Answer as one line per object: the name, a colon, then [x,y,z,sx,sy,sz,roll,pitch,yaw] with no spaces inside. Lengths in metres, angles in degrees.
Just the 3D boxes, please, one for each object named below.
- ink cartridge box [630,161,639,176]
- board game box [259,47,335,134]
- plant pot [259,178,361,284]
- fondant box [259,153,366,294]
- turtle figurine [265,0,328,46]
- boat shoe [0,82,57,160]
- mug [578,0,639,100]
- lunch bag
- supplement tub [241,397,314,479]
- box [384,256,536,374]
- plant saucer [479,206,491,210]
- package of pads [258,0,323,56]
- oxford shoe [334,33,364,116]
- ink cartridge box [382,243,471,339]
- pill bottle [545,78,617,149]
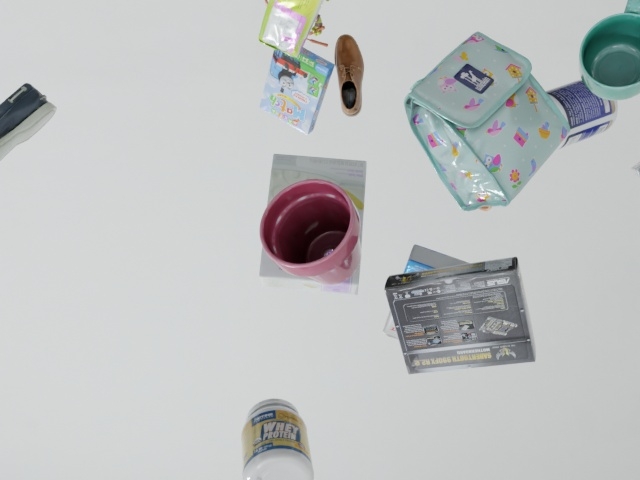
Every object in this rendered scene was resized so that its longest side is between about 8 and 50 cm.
ink cartridge box: [0.851,-0.198,1.821,0.063,0.029,0.115,-39,177,18]
board game box: [-0.065,-0.402,1.815,0.160,0.211,0.039,31,-135,10]
plant pot: [0.000,0.000,1.442,0.201,0.201,0.180,0,155,22]
fondant box: [-0.014,-0.041,1.713,0.238,0.330,0.096,4,160,1]
turtle figurine: [-0.040,-0.713,2.090,0.269,0.087,0.217,40,159,-14]
boat shoe: [-0.566,-0.179,1.178,0.254,0.079,0.095,-49,-172,-27]
mug: [0.517,-0.313,1.176,0.158,0.129,0.097,-42,161,9]
lunch bag: [0.291,-0.221,1.258,0.223,0.262,0.160,-45,-163,-22]
supplement tub: [-0.094,0.440,1.454,0.144,0.144,0.200,-3,-156,-7]
box: [0.246,0.135,1.219,0.231,0.183,0.056,-10,-159,20]
plant saucer: [0.465,-0.176,2.153,0.037,0.200,0.200,-42,-167,-5]
package of pads: [-0.022,-0.545,1.414,0.101,0.229,0.296,24,148,-7]
oxford shoe: [0.076,-0.431,1.789,0.076,0.212,0.076,-7,-179,7]
ink cartridge box: [0.240,0.132,1.545,0.148,0.203,0.086,20,-150,5]
pill bottle: [0.611,-0.314,1.774,0.264,0.153,0.153,-21,-167,-23]
